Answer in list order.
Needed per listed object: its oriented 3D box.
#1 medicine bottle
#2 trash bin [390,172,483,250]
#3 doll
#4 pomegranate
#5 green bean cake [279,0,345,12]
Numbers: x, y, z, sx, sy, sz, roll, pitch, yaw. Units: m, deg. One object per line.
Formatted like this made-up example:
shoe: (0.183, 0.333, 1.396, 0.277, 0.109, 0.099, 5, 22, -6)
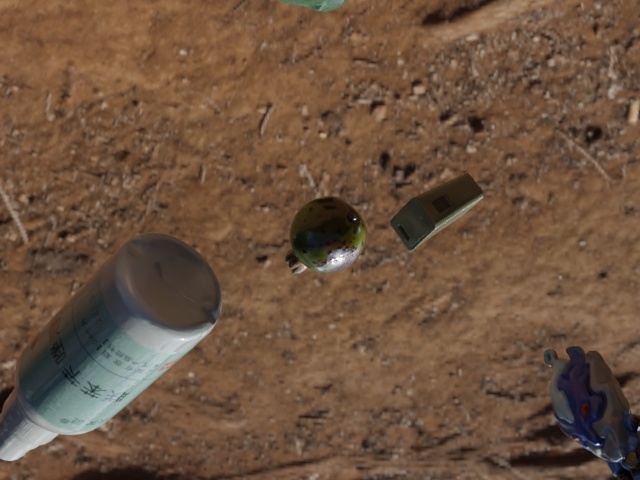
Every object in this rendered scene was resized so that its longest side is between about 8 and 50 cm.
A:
medicine bottle: (-0.233, 0.126, 0.925, 0.110, 0.110, 0.352, 29, 131, -26)
trash bin: (0.131, -0.035, 1.060, 0.043, 0.092, 0.061, 53, 143, 9)
doll: (0.261, 0.164, 0.884, 0.070, 0.195, 0.096, -5, 123, -18)
pomegranate: (0.001, 0.002, 0.839, 0.073, 0.073, 0.084, 35, 100, -30)
green bean cake: (-0.002, -0.493, 1.205, 0.169, 0.300, 0.308, 17, 153, 12)
